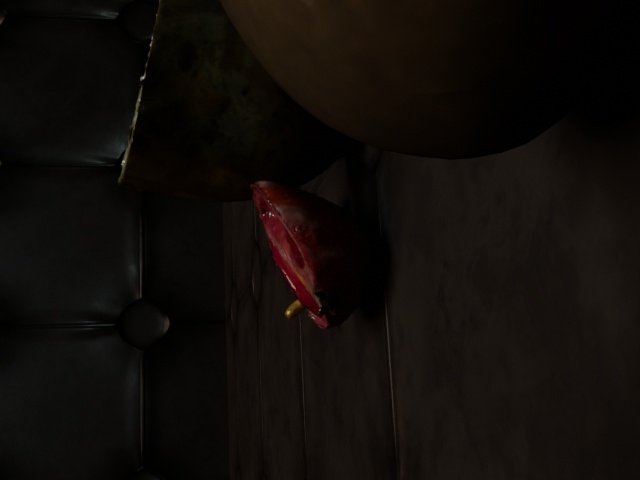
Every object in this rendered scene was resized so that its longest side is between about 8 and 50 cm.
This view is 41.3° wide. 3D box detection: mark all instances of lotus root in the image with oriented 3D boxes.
[{"bbox_3d":[-0.076,-0.163,0.977,0.149,0.260,0.267,-167,90,-76],"label":"lotus root"}]

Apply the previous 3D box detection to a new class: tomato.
[{"bbox_3d":[0.000,0.000,0.939,0.173,0.099,0.189,55,165,41],"label":"tomato"}]

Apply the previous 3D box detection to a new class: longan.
[{"bbox_3d":[0.046,-0.157,0.436,0.215,0.246,0.246,-54,-13,-37],"label":"longan"}]

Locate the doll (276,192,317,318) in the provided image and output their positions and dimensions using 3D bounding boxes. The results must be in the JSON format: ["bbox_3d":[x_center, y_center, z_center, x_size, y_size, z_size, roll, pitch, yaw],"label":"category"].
[{"bbox_3d":[-0.011,0.026,1.074,0.089,0.102,0.179,-30,-53,-58],"label":"doll"}]
